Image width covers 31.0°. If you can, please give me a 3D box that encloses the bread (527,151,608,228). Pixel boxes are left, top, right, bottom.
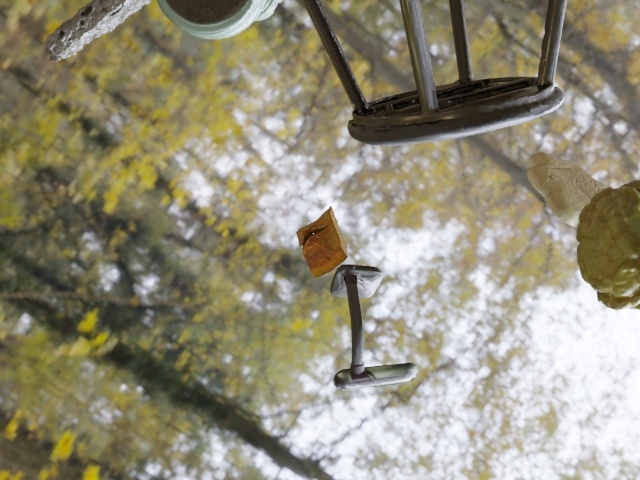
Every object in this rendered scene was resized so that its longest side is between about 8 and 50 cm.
[{"bbox_3d":[0.594,-0.091,2.601,0.054,0.316,0.316,-53,-162,28],"label":"bread"}]

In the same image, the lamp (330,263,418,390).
[{"bbox_3d":[0.131,0.204,2.743,0.124,0.203,0.283,124,-34,-63],"label":"lamp"}]

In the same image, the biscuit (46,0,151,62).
[{"bbox_3d":[-0.271,-0.335,1.602,0.290,0.038,0.141,-29,-173,32],"label":"biscuit"}]

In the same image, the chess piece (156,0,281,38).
[{"bbox_3d":[-0.154,-0.442,1.982,0.194,0.194,0.299,-48,177,15],"label":"chess piece"}]

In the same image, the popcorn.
[{"bbox_3d":[0.609,0.031,2.265,0.225,0.173,0.286,-55,-137,37],"label":"popcorn"}]

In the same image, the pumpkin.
[{"bbox_3d":[0.001,0.000,1.839,0.073,0.035,0.101,-28,-113,12],"label":"pumpkin"}]

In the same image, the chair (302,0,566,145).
[{"bbox_3d":[0.155,-0.358,1.589,0.364,0.410,0.362,-17,-165,-27],"label":"chair"}]
